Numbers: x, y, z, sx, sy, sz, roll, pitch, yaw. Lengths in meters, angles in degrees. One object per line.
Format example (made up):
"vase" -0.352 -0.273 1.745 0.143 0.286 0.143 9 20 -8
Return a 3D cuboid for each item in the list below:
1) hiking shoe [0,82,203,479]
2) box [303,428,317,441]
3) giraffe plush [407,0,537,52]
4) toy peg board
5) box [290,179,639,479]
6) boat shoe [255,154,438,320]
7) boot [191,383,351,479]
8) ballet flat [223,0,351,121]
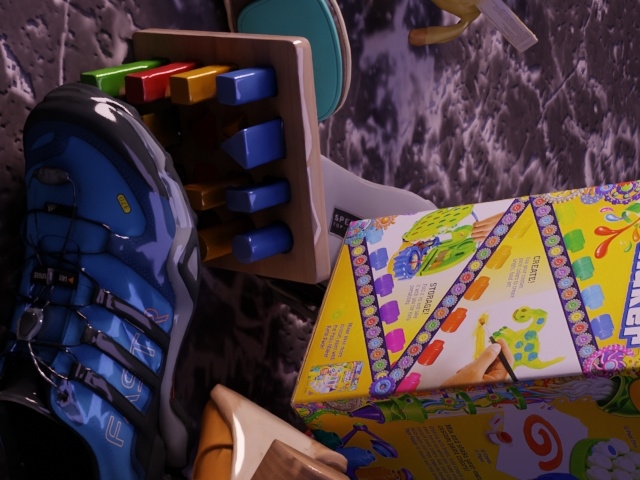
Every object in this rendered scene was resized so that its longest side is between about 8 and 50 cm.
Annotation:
"hiking shoe" -0.146 0.057 1.222 0.132 0.113 0.304 -29 117 -57
"box" 0.051 0.209 1.573 0.257 0.122 0.128 -44 129 -51
"giraffe plush" 0.119 -0.278 1.636 0.210 0.181 0.170 60 20 -28
"toy peg board" -0.083 -0.051 1.294 0.079 0.160 0.161 -19 110 -42
"box" 0.179 0.129 1.389 0.290 0.279 0.177 59 36 -37
"boat shoe" -0.001 0.004 1.485 0.306 0.105 0.113 21 79 -53
"boot" -0.069 0.209 1.214 0.211 0.104 0.295 -60 -172 0
"ballet flat" -0.038 -0.199 1.434 0.086 0.086 0.248 -61 141 -38
